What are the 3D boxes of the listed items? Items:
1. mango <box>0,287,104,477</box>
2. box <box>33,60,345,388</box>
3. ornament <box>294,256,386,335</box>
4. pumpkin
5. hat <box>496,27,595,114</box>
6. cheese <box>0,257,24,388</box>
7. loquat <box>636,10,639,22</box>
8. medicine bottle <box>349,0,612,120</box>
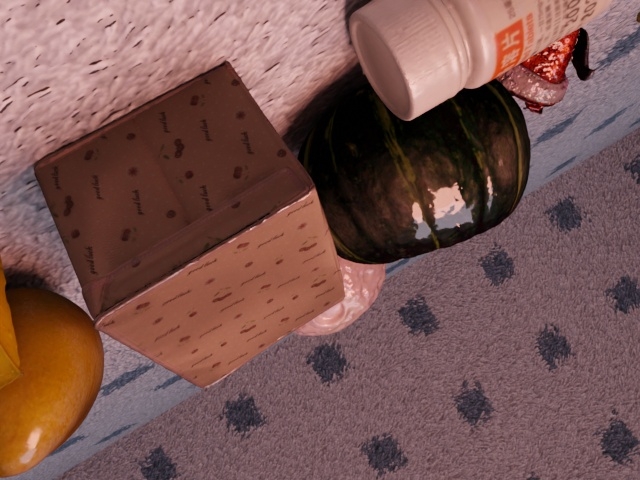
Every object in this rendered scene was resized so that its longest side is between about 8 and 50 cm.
[{"bbox_3d":[-0.363,0.168,0.686,0.221,0.199,0.384,-59,-159,-11],"label":"mango"},{"bbox_3d":[-0.118,0.002,0.637,0.225,0.190,0.297,-31,156,-6],"label":"box"},{"bbox_3d":[-0.018,0.033,0.990,0.259,0.225,0.259,-41,-167,12],"label":"ornament"},{"bbox_3d":[0.125,-0.104,0.793,0.323,0.241,0.323,-25,-178,1],"label":"pumpkin"},{"bbox_3d":[0.365,-0.320,0.902,0.140,0.129,0.227,-78,-172,-48],"label":"hat"},{"bbox_3d":[-0.348,0.077,0.539,0.093,0.171,0.126,-32,166,-7],"label":"cheese"},{"bbox_3d":[0.612,-0.423,0.931,0.172,0.149,0.204,-28,179,-34],"label":"loquat"},{"bbox_3d":[0.165,-0.242,0.598,0.252,0.144,0.144,-29,167,-5],"label":"medicine bottle"}]
